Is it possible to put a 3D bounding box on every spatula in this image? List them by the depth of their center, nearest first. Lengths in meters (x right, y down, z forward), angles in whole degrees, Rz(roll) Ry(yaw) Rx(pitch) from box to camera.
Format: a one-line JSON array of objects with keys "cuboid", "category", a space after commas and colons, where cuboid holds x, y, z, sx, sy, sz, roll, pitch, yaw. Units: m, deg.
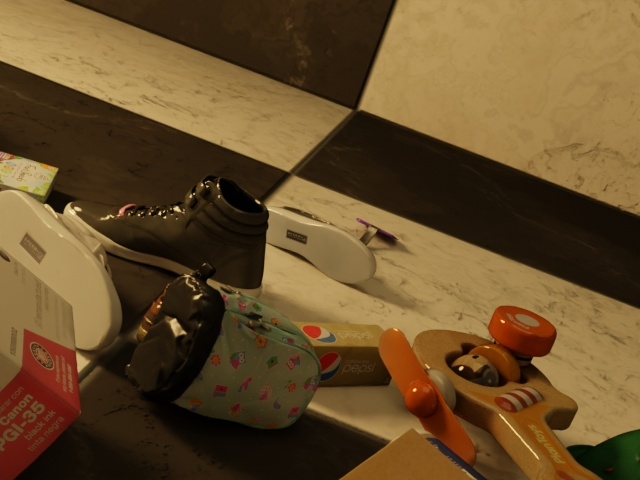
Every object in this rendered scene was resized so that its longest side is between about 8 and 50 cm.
[{"cuboid": [0.076, -0.001, 1.832, 0.084, 0.030, 0.296, 26, 17, 11], "category": "spatula"}]

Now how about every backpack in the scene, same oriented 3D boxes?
[{"cuboid": [-0.091, 0.125, 1.096, 0.182, 0.152, 0.115, 23, 17, -38], "category": "backpack"}]

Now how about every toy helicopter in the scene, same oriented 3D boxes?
[{"cuboid": [0.204, 0.200, 1.186, 0.235, 0.140, 0.355, 10, 22, -25], "category": "toy helicopter"}]

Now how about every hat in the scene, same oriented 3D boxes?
[{"cuboid": [0.419, 0.229, 1.246, 0.208, 0.184, 0.173, 24, 17, 14], "category": "hat"}]

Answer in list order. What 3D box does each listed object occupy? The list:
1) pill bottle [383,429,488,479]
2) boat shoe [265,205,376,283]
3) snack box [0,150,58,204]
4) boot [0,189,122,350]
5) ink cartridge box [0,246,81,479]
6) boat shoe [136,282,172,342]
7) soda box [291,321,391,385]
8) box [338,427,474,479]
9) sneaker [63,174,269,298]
[{"cuboid": [0.127, 0.260, 0.973, 0.094, 0.094, 0.169, 3, 24, -44], "category": "pill bottle"}, {"cuboid": [0.000, 0.000, 1.669, 0.228, 0.080, 0.076, 20, 23, 27], "category": "boat shoe"}, {"cuboid": [-0.436, -0.084, 1.493, 0.100, 0.037, 0.141, 18, 17, -12], "category": "snack box"}, {"cuboid": [-0.278, 0.036, 1.216, 0.258, 0.095, 0.123, 46, 13, 31], "category": "boot"}, {"cuboid": [-0.341, 0.050, 0.855, 0.283, 0.117, 0.207, 45, 6, -27], "category": "ink cartridge box"}, {"cuboid": [-0.162, 0.080, 1.259, 0.064, 0.060, 0.178, 23, 17, 8], "category": "boat shoe"}, {"cuboid": [0.013, 0.139, 1.280, 0.181, 0.058, 0.061, 5, 22, -39], "category": "soda box"}, {"cuboid": [0.084, 0.264, 0.888, 0.164, 0.021, 0.201, -31, 43, -23], "category": "box"}, {"cuboid": [-0.200, -0.037, 1.432, 0.295, 0.147, 0.104, 20, 19, 5], "category": "sneaker"}]
